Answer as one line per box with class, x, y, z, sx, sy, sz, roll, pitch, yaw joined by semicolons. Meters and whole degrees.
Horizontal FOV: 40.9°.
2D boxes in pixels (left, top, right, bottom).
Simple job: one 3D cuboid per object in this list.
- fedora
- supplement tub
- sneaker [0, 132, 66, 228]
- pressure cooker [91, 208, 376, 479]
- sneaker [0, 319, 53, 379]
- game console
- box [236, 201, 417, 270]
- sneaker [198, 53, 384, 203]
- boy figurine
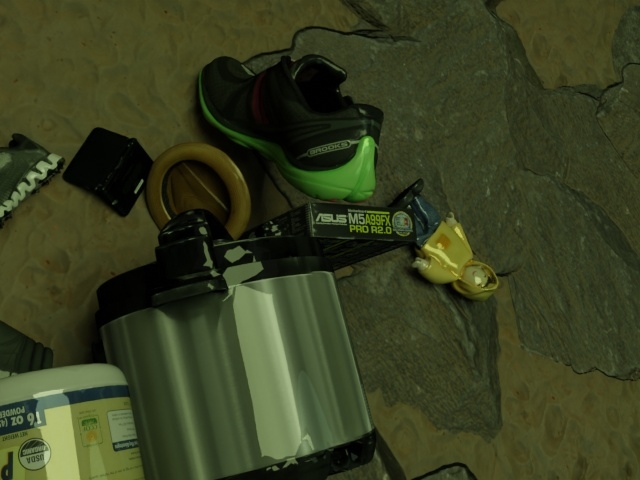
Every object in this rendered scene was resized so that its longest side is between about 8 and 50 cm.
fedora;-0.202;-0.077;1.473;0.194;0.194;0.079;55;15;-3
supplement tub;-0.323;0.325;1.037;0.228;0.228;0.316;-5;75;-36
sneaker;-0.499;-0.081;1.300;0.106;0.078;0.234;42;50;-9
pressure cooker;-0.132;0.161;1.263;0.376;0.370;0.420;-7;79;-40
sneaker;-0.454;0.246;1.173;0.147;0.104;0.295;23;56;-19
game console;-0.354;-0.117;1.450;0.107;0.071;0.122;57;45;-41
box;0.000;0.000;1.479;0.216;0.270;0.060;3;75;-33
sneaker;-0.043;-0.230;1.476;0.185;0.483;0.202;5;113;-43
boy figurine;0.248;0.019;1.757;0.285;0.092;0.177;51;49;-3
